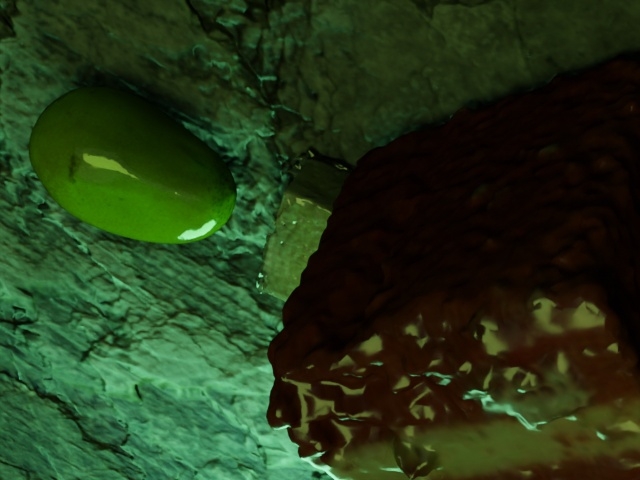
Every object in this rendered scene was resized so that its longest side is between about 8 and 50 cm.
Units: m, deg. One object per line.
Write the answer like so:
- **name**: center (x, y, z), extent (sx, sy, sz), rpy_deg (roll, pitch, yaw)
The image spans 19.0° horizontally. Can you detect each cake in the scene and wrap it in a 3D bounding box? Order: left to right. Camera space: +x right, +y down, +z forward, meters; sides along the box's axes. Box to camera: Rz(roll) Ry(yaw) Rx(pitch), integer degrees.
- **cake**: center (0.169, 0.090, 1.315), extent (0.269, 0.270, 0.319), rpy_deg (-17, 121, 36)

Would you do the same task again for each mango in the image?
- **mango**: center (-0.148, -0.050, 1.469), extent (0.163, 0.089, 0.117), rpy_deg (35, 135, -7)

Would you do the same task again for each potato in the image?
- **potato**: center (0.000, -0.001, 1.462), extent (0.086, 0.061, 0.122), rpy_deg (22, 134, 10)
